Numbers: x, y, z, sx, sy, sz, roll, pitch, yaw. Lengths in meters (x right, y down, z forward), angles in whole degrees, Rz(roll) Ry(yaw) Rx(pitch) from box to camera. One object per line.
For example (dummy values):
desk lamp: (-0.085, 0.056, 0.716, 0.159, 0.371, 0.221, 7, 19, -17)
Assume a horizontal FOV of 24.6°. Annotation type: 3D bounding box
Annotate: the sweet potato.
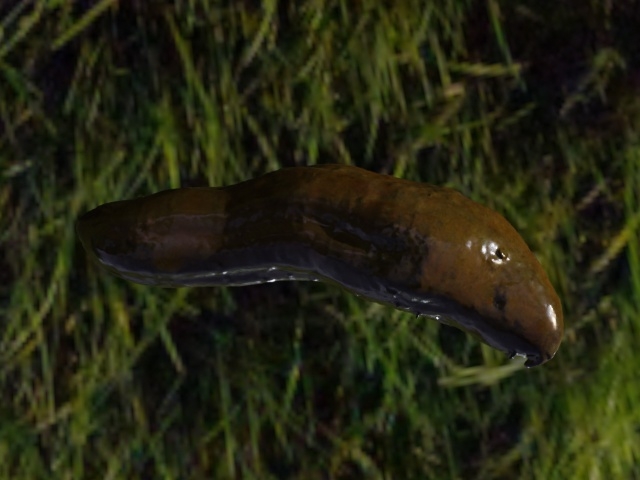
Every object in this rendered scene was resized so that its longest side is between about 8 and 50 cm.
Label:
sweet potato: (0.000, -0.001, 0.529, 0.182, 0.053, 0.054, 9, 138, 11)
